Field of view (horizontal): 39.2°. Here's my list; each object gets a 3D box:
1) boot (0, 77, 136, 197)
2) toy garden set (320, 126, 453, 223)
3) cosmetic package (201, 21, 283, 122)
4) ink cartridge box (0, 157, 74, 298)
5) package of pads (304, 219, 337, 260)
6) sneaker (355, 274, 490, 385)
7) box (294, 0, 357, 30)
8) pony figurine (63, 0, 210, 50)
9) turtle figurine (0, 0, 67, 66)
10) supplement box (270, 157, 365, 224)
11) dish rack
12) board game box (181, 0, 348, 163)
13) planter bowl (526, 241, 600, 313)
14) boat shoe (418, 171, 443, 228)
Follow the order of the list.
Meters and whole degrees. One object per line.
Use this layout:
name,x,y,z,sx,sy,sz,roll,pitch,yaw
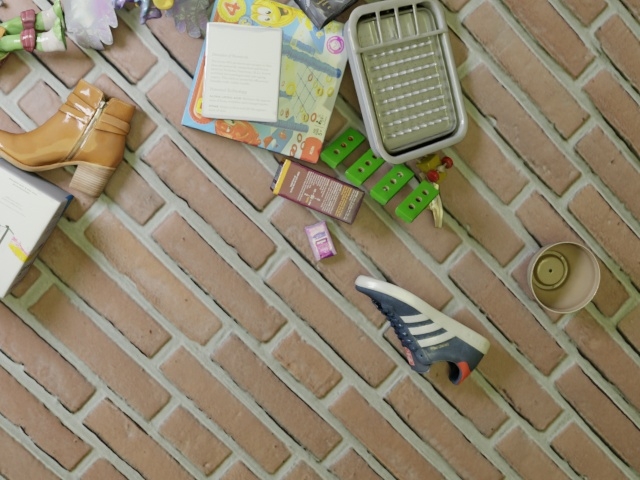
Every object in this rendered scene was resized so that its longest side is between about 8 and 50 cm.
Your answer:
boot,-0.543,-0.238,1.874,0.283,0.109,0.220,23,96,-11
toy garden set,0.152,-0.161,1.960,0.244,0.049,0.204,38,57,12
cosmetic package,-0.157,-0.332,1.801,0.151,0.151,0.183,3,96,-7
ink cartridge box,-0.654,-0.030,1.859,0.168,0.171,0.232,32,93,-10
package of pads,0.000,0.000,2.013,0.050,0.032,0.083,-20,99,-1
sneaker,0.209,0.208,2.015,0.350,0.131,0.148,31,89,-10
box,0.041,-0.626,1.865,0.307,0.076,0.242,-40,92,-12
pony figurine,-0.371,-0.546,1.771,0.303,0.363,0.351,-12,115,-12
turtle figurine,-0.656,-0.450,1.792,0.266,0.198,0.274,-9,102,-9
supplement box,-0.008,-0.109,1.960,0.188,0.104,0.081,22,95,-9
dish rack,0.175,-0.344,1.922,0.285,0.072,0.333,-22,101,-37
board game box,-0.112,-0.351,1.924,0.302,0.086,0.308,15,96,-9
planter bowl,0.540,0.076,2.049,0.162,0.109,0.162,-1,97,-6
boat shoe,0.248,-0.092,2.025,0.045,0.050,0.135,-8,88,-2
